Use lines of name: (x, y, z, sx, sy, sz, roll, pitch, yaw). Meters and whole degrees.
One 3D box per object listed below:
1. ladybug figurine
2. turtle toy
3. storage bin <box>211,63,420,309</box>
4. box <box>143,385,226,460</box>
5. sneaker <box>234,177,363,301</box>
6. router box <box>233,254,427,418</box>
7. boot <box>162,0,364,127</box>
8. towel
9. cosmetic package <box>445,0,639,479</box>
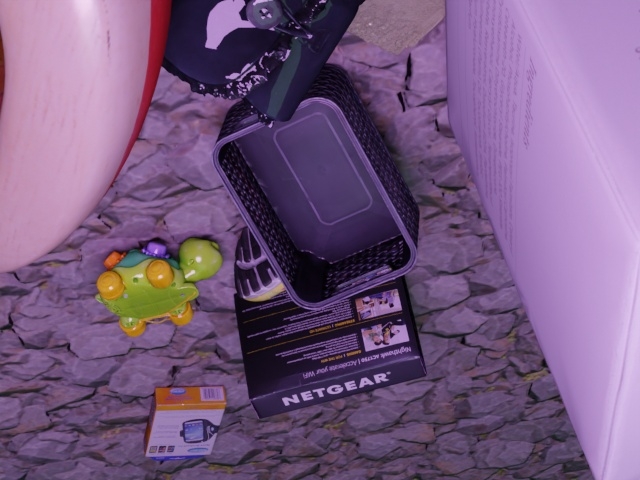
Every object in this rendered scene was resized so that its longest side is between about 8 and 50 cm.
ladybug figurine: (-0.217, -0.168, 0.962, 0.162, 0.305, 0.449, -35, 163, -39)
turtle toy: (-0.157, 0.037, 1.398, 0.130, 0.066, 0.095, -14, 144, 3)
storage bin: (-0.001, -0.046, 1.249, 0.122, 0.084, 0.180, -23, 113, 16)
box: (-0.160, 0.215, 1.672, 0.081, 0.028, 0.136, 0, 145, -15)
sneaker: (0.000, 0.000, 1.380, 0.094, 0.081, 0.208, 22, 132, -40)
router box: (0.007, 0.096, 1.465, 0.179, 0.133, 0.046, -15, 143, 6)
boot: (-0.065, -0.208, 0.987, 0.246, 0.094, 0.207, 32, 114, -25)
towel: (0.048, -0.208, 1.157, 0.148, 0.027, 0.110, 17, 136, -35)
cosmetic package: (0.298, -0.092, 1.047, 0.329, 0.393, 0.327, -14, 144, -5)
